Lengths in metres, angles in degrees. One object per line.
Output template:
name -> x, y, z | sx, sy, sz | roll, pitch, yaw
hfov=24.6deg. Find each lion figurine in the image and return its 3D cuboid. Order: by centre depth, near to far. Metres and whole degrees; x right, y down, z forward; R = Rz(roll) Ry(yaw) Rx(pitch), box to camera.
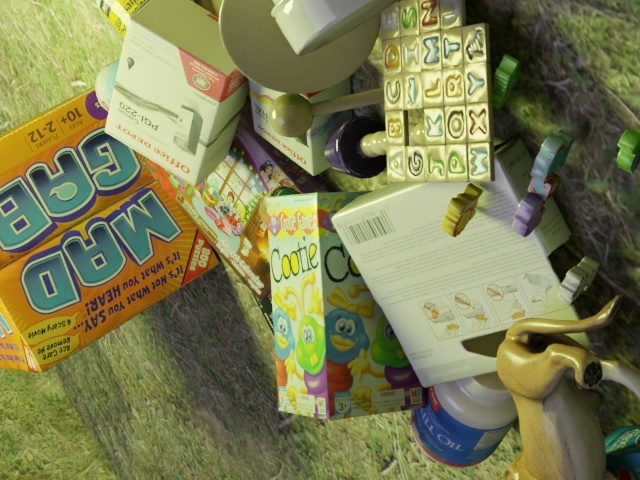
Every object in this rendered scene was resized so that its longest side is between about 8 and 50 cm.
lion figurine -> 0.258, 0.207, 1.595 | 0.240, 0.142, 0.392 | 26, 127, 53

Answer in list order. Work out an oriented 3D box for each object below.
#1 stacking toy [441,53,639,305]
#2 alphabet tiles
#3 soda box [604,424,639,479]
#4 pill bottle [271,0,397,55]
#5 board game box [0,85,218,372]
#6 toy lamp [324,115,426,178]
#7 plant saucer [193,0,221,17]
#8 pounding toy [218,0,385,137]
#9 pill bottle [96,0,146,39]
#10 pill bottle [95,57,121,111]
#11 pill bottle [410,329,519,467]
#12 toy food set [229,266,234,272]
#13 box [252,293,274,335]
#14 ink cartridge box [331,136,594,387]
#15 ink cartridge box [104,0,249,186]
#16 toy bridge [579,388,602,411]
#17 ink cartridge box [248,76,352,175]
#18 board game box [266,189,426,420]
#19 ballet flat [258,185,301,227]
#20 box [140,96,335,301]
stacking toy -> 0.221, -0.057, 1.486 | 0.167, 0.052, 0.221 | 33, 133, 22
alphabet tiles -> 0.119, -0.179, 1.541 | 0.198, 0.009, 0.237 | 4, 98, 61
soda box -> 0.383, 0.245, 1.611 | 0.071, 0.067, 0.210 | 59, 155, -4
pill bottle -> -0.059, -0.401, 1.462 | 0.408, 0.229, 0.229 | 57, 156, -1
board game box -> -0.461, -0.021, 2.501 | 0.356, 0.356, 0.356 | 62, 155, -11
toy lamp -> 0.087, -0.118, 1.714 | 0.080, 0.080, 0.274 | 61, 154, -9
plant saucer -> -0.110, -0.296, 1.922 | 0.168, 0.029, 0.168 | 43, 153, 28
pounding toy -> -0.018, -0.252, 1.685 | 0.110, 0.183, 0.237 | -101, -12, -56
pill bottle -> -0.248, -0.329, 2.046 | 0.184, 0.103, 0.103 | 49, 154, 16
pill bottle -> -0.278, -0.240, 2.228 | 0.087, 0.087, 0.160 | 62, 156, -12
pill bottle -> 0.192, 0.190, 1.831 | 0.124, 0.124, 0.221 | 49, 154, 18
toy food set -> -0.125, 0.042, 2.362 | 0.122, 0.019, 0.078 | 47, 154, 21
box -> -0.060, 0.050, 2.214 | 0.175, 0.051, 0.220 | 0, 119, 62
ink cartridge box -> 0.169, 0.032, 1.672 | 0.275, 0.060, 0.239 | -19, 103, 47
ink cartridge box -> -0.185, -0.199, 1.937 | 0.158, 0.092, 0.218 | 32, 140, 9
toy bridge -> 0.334, 0.256, 1.765 | 0.063, 0.026, 0.188 | 12, 130, 59
ink cartridge box -> -0.026, -0.187, 1.844 | 0.127, 0.072, 0.175 | 38, 149, 34
board game box -> 0.032, 0.076, 1.844 | 0.142, 0.144, 0.275 | -2, 92, 62
ballet flat -> 0.000, 0.000, 1.950 | 0.206, 0.073, 0.067 | 42, 154, -19
box -> -0.120, -0.086, 2.077 | 0.293, 0.057, 0.201 | 48, 132, 19
